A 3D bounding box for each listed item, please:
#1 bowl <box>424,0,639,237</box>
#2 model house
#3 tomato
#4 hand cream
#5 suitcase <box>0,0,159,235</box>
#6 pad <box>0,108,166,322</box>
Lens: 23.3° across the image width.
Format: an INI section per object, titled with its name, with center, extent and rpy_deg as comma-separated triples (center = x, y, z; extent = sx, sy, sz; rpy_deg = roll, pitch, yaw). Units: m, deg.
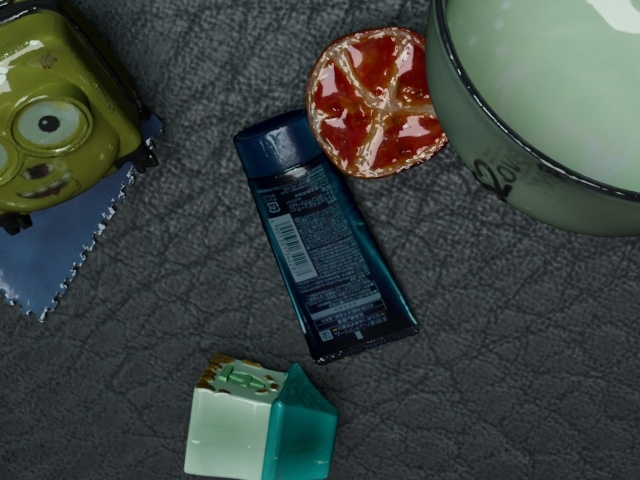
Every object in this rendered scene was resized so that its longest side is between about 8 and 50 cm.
[bowl]
center = 0.247, -0.144, 1.437
extent = 0.354, 0.354, 0.185
rpy_deg = 25, 148, -3
[model house]
center = -0.056, 0.189, 1.612
extent = 0.149, 0.127, 0.100
rpy_deg = 11, 106, 4
[tomato]
center = 0.057, -0.142, 1.542
extent = 0.156, 0.069, 0.155
rpy_deg = -1, 106, -5
[hand cream]
center = 0.000, 0.000, 1.597
extent = 0.120, 0.061, 0.270
rpy_deg = -20, 108, 11
[suitcase]
center = -0.283, -0.122, 1.483
extent = 0.194, 0.143, 0.235
rpy_deg = -24, 140, 10
[pad]
center = -0.335, -0.084, 1.619
extent = 0.269, 0.012, 0.269
rpy_deg = 34, 105, -5
